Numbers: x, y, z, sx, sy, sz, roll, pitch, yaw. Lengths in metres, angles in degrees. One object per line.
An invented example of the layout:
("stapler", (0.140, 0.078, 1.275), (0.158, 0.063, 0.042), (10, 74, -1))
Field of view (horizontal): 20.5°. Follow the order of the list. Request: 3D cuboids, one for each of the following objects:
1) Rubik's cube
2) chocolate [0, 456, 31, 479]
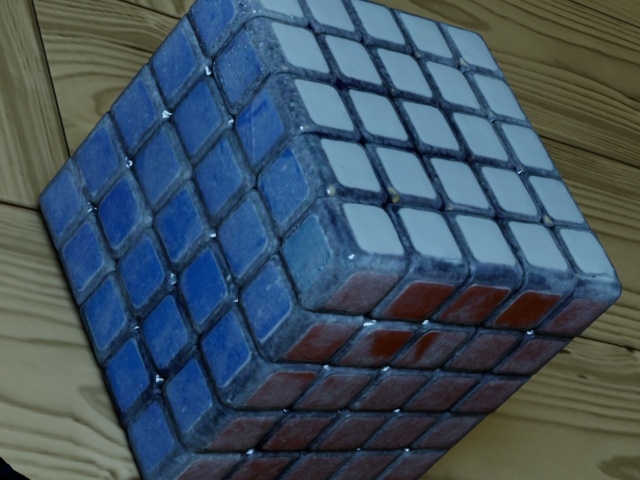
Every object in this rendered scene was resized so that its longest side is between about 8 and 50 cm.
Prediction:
("Rubik's cube", (0.000, 0.000, 1.115), (0.238, 0.237, 0.237), (7, 48, -43))
("chocolate", (-0.222, 0.105, 0.941), (0.147, 0.070, 0.072), (44, 21, -16))
